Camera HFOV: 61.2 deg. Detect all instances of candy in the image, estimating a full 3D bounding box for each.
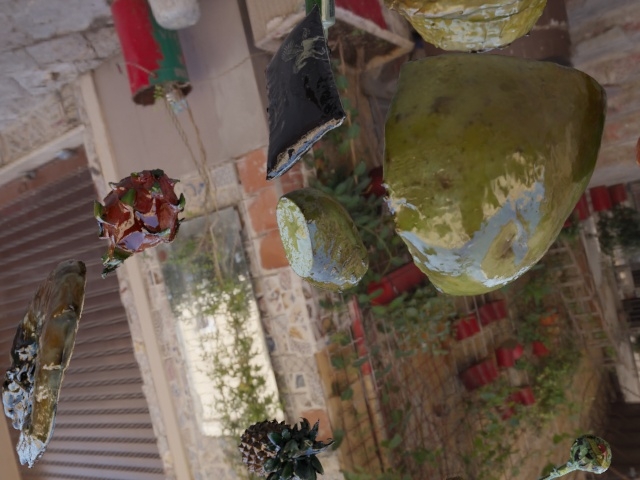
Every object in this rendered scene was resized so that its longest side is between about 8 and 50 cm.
[{"bbox_3d":[0.617,0.605,1.421,0.083,0.091,0.305,33,120,-32],"label":"candy"}]

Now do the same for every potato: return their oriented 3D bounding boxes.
[{"bbox_3d":[0.000,0.000,1.198,0.141,0.298,0.176,5,-127,46],"label":"potato"},{"bbox_3d":[0.251,-0.071,0.717,0.212,0.280,0.330,-6,154,44],"label":"potato"}]

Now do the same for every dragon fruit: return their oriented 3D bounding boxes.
[{"bbox_3d":[-0.331,-0.023,0.949,0.236,0.135,0.137,-48,179,7],"label":"dragon fruit"}]

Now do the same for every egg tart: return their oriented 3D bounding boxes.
[{"bbox_3d":[0.289,-0.452,1.020,0.345,0.132,0.345,-8,-143,6],"label":"egg tart"}]

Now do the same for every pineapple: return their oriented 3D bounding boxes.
[{"bbox_3d":[-0.064,0.299,0.768,0.103,0.083,0.221,-10,167,-27],"label":"pineapple"}]

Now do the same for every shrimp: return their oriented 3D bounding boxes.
[{"bbox_3d":[-0.360,0.182,0.689,0.071,0.233,0.365,14,128,-31],"label":"shrimp"}]

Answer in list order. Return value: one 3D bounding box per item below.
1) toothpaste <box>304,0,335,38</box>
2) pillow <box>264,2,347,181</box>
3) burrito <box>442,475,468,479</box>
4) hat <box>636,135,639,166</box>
[{"bbox_3d":[-0.007,-0.579,1.064,0.061,0.392,0.098,6,-163,32],"label":"toothpaste"},{"bbox_3d":[-0.028,-0.188,0.679,0.055,0.208,0.141,20,140,-35],"label":"pillow"},{"bbox_3d":[0.230,0.568,0.836,0.076,0.392,0.117,11,143,-9],"label":"burrito"},{"bbox_3d":[0.641,-0.232,0.724,0.285,0.400,0.285,14,-165,-4],"label":"hat"}]
